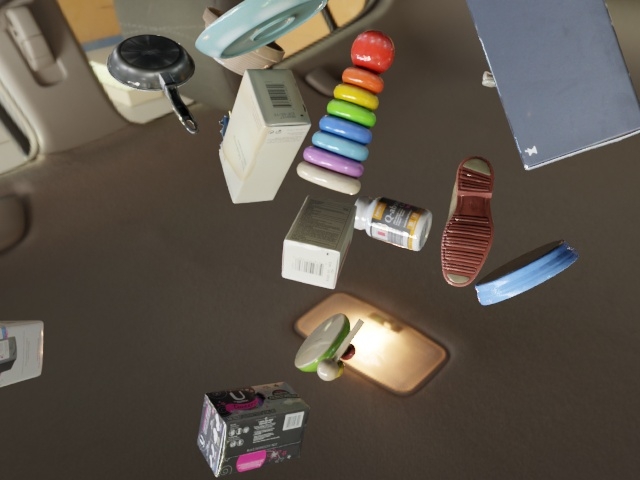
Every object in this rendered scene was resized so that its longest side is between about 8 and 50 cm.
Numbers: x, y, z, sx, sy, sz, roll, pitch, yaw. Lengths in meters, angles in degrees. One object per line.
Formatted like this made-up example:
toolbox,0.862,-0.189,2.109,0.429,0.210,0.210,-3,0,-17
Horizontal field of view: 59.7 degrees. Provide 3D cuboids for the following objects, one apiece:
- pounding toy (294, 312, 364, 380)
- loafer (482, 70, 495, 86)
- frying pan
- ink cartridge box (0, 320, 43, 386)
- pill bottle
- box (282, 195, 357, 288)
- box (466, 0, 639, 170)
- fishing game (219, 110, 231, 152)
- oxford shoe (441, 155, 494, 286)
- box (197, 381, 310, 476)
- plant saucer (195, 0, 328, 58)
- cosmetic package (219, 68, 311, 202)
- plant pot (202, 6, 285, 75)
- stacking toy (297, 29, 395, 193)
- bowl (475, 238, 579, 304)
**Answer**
pounding toy,0.043,0.290,1.425,0.183,0.110,0.237,-48,-168,-16
loafer,0.547,-0.484,1.695,0.125,0.039,0.045,6,174,-25
frying pan,-0.376,-0.362,1.238,0.197,0.053,0.326,-2,-129,-14
ink cartridge box,-0.734,0.229,1.102,0.225,0.131,0.306,0,177,3
pill bottle,0.268,-0.073,2.113,0.278,0.162,0.162,18,-138,21
box,0.000,0.000,1.503,0.148,0.127,0.232,13,-144,9
box,0.392,-0.317,0.948,0.178,0.344,0.312,-19,-176,27
fishing game,-0.326,-0.333,1.915,0.041,0.189,0.264,-3,-135,2
oxford shoe,0.391,-0.039,1.474,0.122,0.130,0.349,13,-104,10
box,-0.177,0.482,1.459,0.247,0.164,0.142,1,-162,-36
plant saucer,-0.104,-0.450,1.140,0.317,0.044,0.317,-27,-169,6
cosmetic package,-0.139,-0.234,1.300,0.113,0.309,0.160,-8,-115,-27
plant pot,-0.223,-0.525,1.516,0.237,0.110,0.237,28,-160,-11
stacking toy,0.064,-0.270,1.155,0.141,0.331,0.141,18,-171,-3
bowl,0.753,0.113,2.068,0.390,0.077,0.391,-29,175,-3
